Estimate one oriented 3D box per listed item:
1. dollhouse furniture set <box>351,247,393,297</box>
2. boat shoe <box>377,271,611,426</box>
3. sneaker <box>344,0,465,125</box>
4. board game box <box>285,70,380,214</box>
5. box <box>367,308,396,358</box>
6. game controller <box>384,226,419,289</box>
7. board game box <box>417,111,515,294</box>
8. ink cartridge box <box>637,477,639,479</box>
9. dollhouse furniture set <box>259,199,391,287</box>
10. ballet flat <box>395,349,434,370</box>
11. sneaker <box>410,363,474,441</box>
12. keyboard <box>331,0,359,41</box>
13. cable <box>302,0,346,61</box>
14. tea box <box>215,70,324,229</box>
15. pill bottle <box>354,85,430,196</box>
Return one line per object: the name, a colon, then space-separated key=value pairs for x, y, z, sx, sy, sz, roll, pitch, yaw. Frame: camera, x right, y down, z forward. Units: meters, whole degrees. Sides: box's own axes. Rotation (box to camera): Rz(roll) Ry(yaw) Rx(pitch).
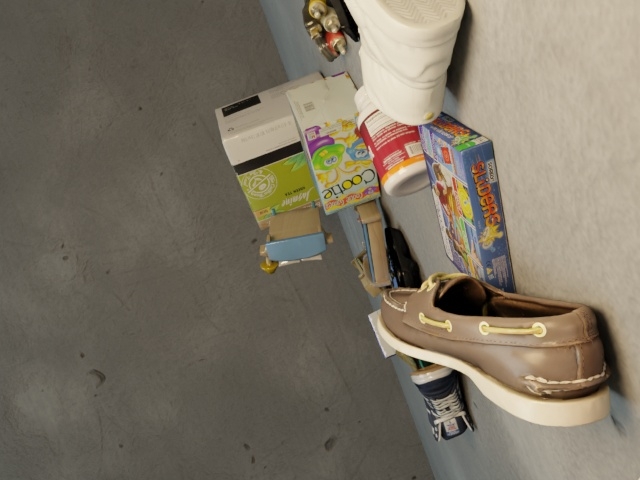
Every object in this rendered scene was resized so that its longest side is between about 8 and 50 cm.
dollhouse furniture set: x=0.194 y=0.114 z=1.553 sx=0.161 sy=0.101 sz=0.182 roll=43 pitch=-171 yaw=-23
boat shoe: x=0.157 y=0.084 z=0.573 sx=0.324 sy=0.117 sz=0.096 roll=-161 pitch=64 yaw=-69
sneaker: x=0.053 y=-0.258 z=0.598 sx=0.169 sy=0.108 sz=0.292 roll=78 pitch=171 yaw=-61
board game box: x=0.036 y=-0.211 z=1.215 sx=0.275 sy=0.142 sz=0.144 roll=72 pitch=178 yaw=-54
box: x=0.204 y=0.237 z=1.447 sx=0.137 sy=0.072 sz=0.126 roll=2 pitch=-117 yaw=-60
game controller: x=0.193 y=0.107 z=1.284 sx=0.319 sy=0.067 sz=0.166 roll=72 pitch=177 yaw=-53
board game box: x=0.171 y=-0.039 z=0.636 sx=0.136 sy=0.035 sz=0.201 roll=-113 pitch=3 yaw=-61
ink cartridge box: x=0.260 y=0.253 z=0.260 sx=0.308 sy=0.091 sz=0.385 roll=-113 pitch=2 yaw=-60
dollhouse furniture set: x=0.000 y=0.000 z=1.387 sx=0.286 sy=0.303 sz=0.198 roll=-101 pitch=0 yaw=-60
ballet flat: x=0.190 y=0.185 z=1.143 sx=0.348 sy=0.123 sz=0.123 roll=67 pitch=-178 yaw=-58
sneaker: x=0.266 y=0.348 z=1.156 sx=0.282 sy=0.099 sz=0.153 roll=55 pitch=-162 yaw=-68
keyboard: x=0.028 y=-0.433 z=0.893 sx=0.192 sy=0.038 sz=0.100 roll=69 pitch=-158 yaw=3
cable: x=0.003 y=-0.475 z=1.087 sx=0.139 sy=0.072 sz=0.287 roll=46 pitch=-150 yaw=-48
tea box: x=-0.090 y=-0.260 z=1.567 sx=0.220 sy=0.329 sz=0.323 roll=-113 pitch=1 yaw=-50
pill bottle: x=0.103 y=-0.144 z=0.739 sx=0.086 sy=0.086 sz=0.152 roll=74 pitch=176 yaw=-71
